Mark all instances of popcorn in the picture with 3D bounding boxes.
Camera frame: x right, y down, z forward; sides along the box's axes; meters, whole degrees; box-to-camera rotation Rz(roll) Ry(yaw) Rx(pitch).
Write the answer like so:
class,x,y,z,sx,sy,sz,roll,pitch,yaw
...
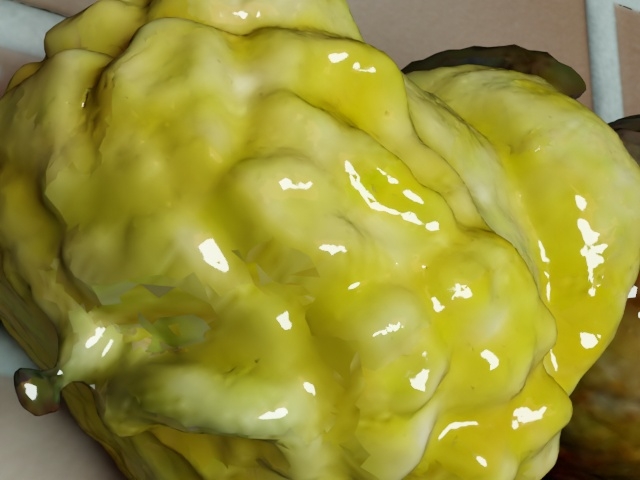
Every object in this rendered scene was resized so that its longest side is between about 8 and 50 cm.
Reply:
class,x,y,z,sx,sy,sz,roll,pitch,yaw
popcorn,0.000,0.000,0.645,0.381,0.349,0.349,-41,94,-26

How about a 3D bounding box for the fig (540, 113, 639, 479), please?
class,x,y,z,sx,sy,sz,roll,pitch,yaw
fig,0.177,0.000,0.840,0.286,0.286,0.368,-21,51,-35
